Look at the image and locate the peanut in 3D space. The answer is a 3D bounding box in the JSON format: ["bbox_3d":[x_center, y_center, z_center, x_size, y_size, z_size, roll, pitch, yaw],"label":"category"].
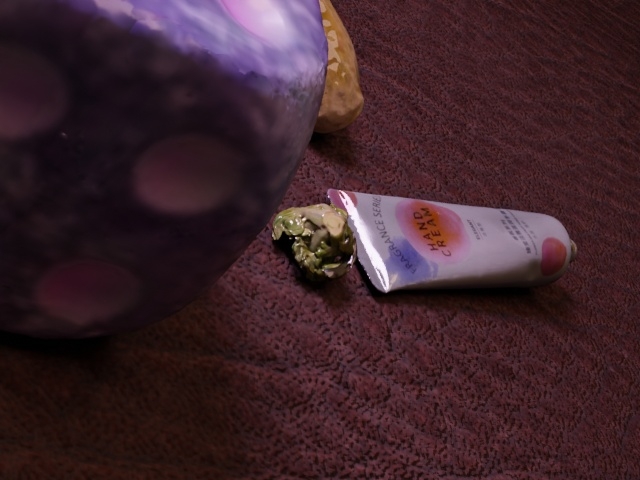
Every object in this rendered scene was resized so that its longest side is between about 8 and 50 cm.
[{"bbox_3d":[-0.028,-0.212,1.226,0.226,0.108,0.095,60,5,10],"label":"peanut"}]

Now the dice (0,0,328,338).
[{"bbox_3d":[-0.175,-0.117,0.772,0.271,0.270,0.270,25,36,-30],"label":"dice"}]

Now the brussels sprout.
[{"bbox_3d":[0.000,0.000,1.056,0.085,0.058,0.085,19,57,-32],"label":"brussels sprout"}]

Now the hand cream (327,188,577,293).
[{"bbox_3d":[0.155,0.003,1.230,0.340,0.078,0.124,4,51,-42],"label":"hand cream"}]
